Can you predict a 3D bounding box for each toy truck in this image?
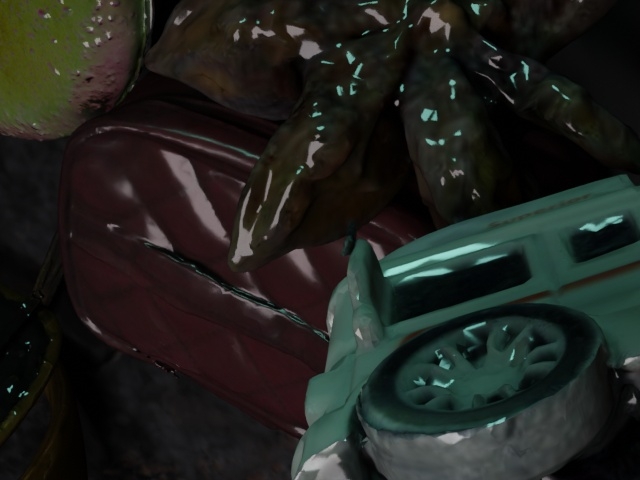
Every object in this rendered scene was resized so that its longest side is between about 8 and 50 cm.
[{"bbox_3d":[0.189,0.038,0.528,0.387,0.207,0.173,-16,112,6],"label":"toy truck"}]

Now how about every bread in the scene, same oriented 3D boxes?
[{"bbox_3d":[-0.165,-0.152,0.804,0.228,0.033,0.228,22,124,36],"label":"bread"}]

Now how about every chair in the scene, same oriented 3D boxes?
[{"bbox_3d":[-0.205,0.070,0.892,0.172,0.159,0.247,27,145,11],"label":"chair"}]

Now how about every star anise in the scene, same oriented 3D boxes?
[{"bbox_3d":[0.027,-0.078,0.652,0.197,0.212,0.073,0,160,13],"label":"star anise"}]

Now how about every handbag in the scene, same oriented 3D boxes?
[{"bbox_3d":[0.000,0.000,0.755,0.225,0.135,0.146,25,133,16],"label":"handbag"}]
